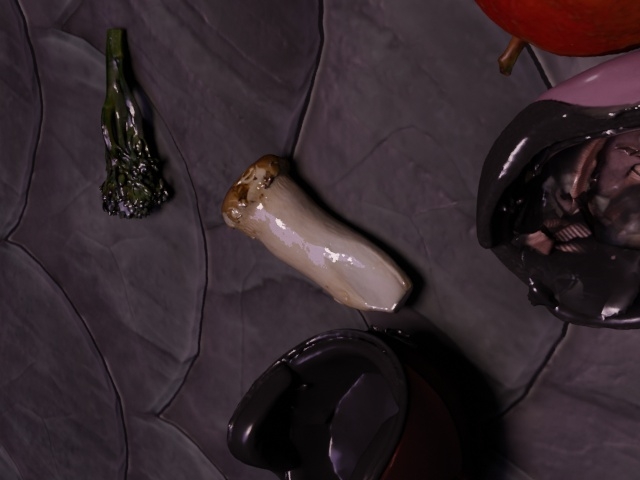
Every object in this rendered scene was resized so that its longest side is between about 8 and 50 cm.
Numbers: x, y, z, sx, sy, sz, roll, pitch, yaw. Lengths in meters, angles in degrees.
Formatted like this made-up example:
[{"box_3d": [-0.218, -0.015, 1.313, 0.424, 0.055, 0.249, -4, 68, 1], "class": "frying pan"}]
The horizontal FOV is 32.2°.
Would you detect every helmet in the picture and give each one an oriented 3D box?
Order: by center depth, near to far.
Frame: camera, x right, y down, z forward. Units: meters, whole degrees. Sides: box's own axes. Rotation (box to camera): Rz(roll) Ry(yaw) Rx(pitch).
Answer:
[{"box_3d": [0.226, -0.049, 0.747, 0.198, 0.154, 0.253, 41, 126, -21], "class": "helmet"}, {"box_3d": [0.040, 0.179, 0.949, 0.189, 0.193, 0.215, 15, 108, 43], "class": "helmet"}]

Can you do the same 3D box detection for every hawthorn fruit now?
[{"box_3d": [0.177, -0.192, 0.723, 0.196, 0.197, 0.225, 52, 136, 16], "class": "hawthorn fruit"}]

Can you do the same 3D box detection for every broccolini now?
[{"box_3d": [-0.218, -0.120, 1.173, 0.091, 0.068, 0.202, -9, 96, 62], "class": "broccolini"}]

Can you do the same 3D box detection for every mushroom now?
[{"box_3d": [0.000, 0.000, 1.019, 0.209, 0.071, 0.084, 37, 93, 24], "class": "mushroom"}]
